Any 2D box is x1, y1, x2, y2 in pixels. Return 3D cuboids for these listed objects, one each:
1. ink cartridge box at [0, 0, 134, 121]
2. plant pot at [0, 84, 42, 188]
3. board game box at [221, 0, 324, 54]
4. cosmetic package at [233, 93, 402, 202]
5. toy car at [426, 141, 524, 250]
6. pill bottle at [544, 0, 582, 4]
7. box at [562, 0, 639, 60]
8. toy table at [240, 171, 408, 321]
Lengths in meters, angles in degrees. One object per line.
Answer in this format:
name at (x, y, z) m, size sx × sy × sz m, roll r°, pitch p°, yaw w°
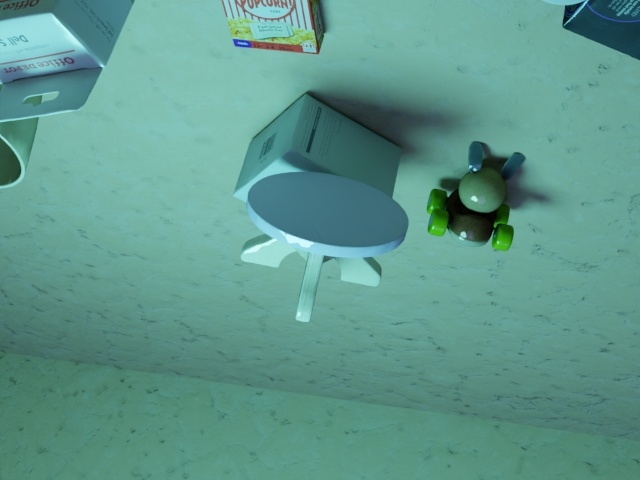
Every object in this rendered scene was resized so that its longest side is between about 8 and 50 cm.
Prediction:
ink cartridge box at (-0.382, -0.345, 1.323) m, size 0.207 × 0.353 × 0.119 m, roll -3°, pitch 147°, yaw 29°
plant pot at (-0.593, -0.275, 1.631) m, size 0.257 × 0.273 × 0.256 m, roll 12°, pitch 152°, yaw 6°
board game box at (-0.079, -0.377, 1.449) m, size 0.147 × 0.045 × 0.193 m, roll 7°, pitch 151°, yaw 13°
cosmetic package at (-0.006, -0.130, 1.760) m, size 0.225 × 0.138 × 0.224 m, roll 28°, pitch 148°, yaw -22°
toy car at (0.299, -0.095, 1.737) m, size 0.155 × 0.149 × 0.188 m, roll 13°, pitch 123°, yaw -4°
pill bottle at (0.304, -0.380, 1.134) m, size 0.094 × 0.169 × 0.094 m, roll 11°, pitch 152°, yaw 6°
box at (0.472, -0.321, 1.189) m, size 0.271 × 0.143 × 0.165 m, roll 20°, pitch 150°, yaw -10°
toy table at (0.000, 0.000, 1.623) m, size 0.275 × 0.252 × 0.160 m, roll 19°, pitch 135°, yaw 5°
